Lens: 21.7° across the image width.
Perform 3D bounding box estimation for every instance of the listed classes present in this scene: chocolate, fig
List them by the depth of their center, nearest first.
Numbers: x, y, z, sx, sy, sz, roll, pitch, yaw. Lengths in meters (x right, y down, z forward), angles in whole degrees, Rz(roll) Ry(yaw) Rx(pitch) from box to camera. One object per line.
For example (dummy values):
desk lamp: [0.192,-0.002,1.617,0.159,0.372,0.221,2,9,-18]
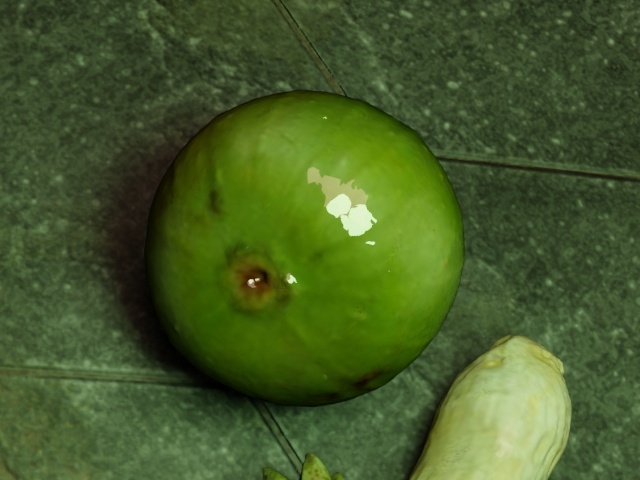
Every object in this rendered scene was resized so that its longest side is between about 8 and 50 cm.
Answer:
fig: [0.000,0.000,1.572,0.316,0.316,0.316,9,60,-16]
chocolate: [0.152,0.226,1.584,0.134,0.134,0.309,29,58,-4]

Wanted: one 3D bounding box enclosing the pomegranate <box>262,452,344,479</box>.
pomegranate: [-0.033,0.316,1.412,0.230,0.231,0.286,-8,56,-25]
